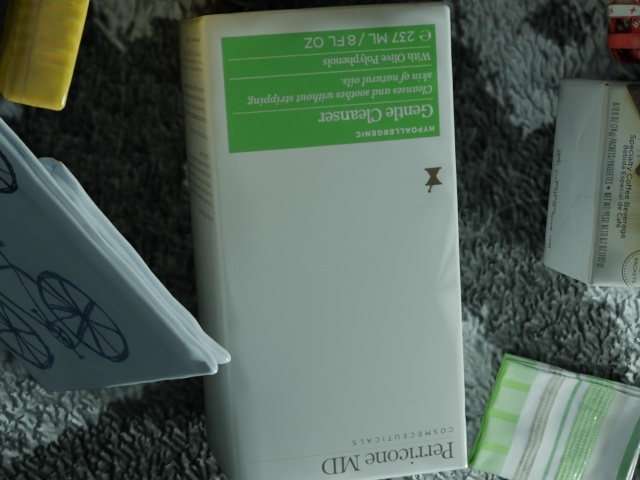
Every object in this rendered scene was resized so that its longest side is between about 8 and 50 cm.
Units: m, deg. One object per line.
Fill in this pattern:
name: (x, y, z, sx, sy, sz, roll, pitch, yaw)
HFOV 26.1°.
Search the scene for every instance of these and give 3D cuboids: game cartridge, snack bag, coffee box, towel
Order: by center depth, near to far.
game cartridge: (-0.176, -0.260, 0.956, 0.052, 0.285, 0.324, 13, 96, -16)
snack bag: (-0.242, -0.024, 0.974, 0.342, 0.323, 0.037, 50, 63, -14)
coffee box: (0.355, -0.046, 1.178, 0.297, 0.119, 0.168, 2, 98, -11)
towel: (0.218, 0.172, 1.236, 0.152, 0.023, 0.113, 16, 95, -13)

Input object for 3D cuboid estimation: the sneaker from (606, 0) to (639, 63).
sneaker: (0.258, -0.234, 1.144, 0.270, 0.090, 0.145, 27, 91, -16)

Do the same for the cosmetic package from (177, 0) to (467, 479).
cosmetic package: (0.000, 0.000, 1.100, 0.197, 0.155, 0.365, -7, 99, -12)

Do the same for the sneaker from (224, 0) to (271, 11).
sneaker: (-0.081, -0.284, 1.078, 0.086, 0.163, 0.226, -23, 62, 13)
